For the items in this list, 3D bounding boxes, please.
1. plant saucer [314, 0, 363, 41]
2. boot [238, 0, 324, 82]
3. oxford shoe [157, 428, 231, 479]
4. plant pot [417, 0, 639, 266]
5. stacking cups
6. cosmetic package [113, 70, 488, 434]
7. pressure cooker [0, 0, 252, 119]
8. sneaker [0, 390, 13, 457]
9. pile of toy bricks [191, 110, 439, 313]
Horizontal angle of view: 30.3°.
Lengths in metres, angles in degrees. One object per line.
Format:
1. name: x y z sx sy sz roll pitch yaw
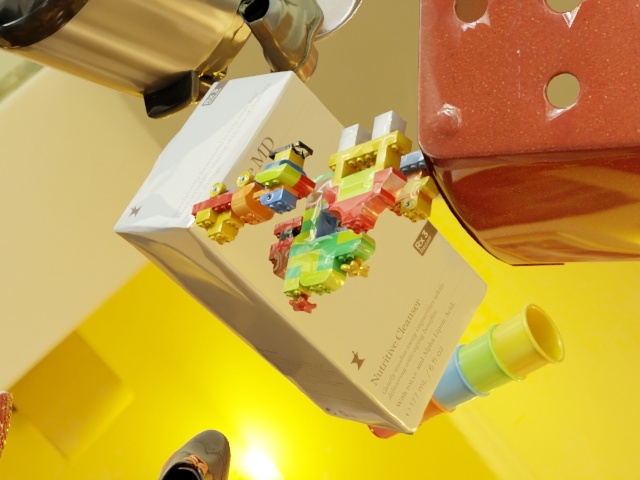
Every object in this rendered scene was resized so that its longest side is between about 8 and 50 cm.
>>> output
1. plant saucer: -0.018 -0.376 1.798 0.199 0.198 0.036 36 -7 29
2. boot: -0.053 -0.306 1.563 0.106 0.082 0.219 53 21 -39
3. oxford shoe: -0.170 0.326 1.583 0.097 0.271 0.098 30 -61 0
4. plant pot: 0.192 -0.127 0.755 0.267 0.267 0.236 -2 -7 31
5. stacking cups: 0.201 0.207 1.711 0.316 0.096 0.096 -36 -81 29
6. cosmetic package: -0.010 0.019 1.304 0.156 0.217 0.385 4 -33 49
7. pressure cooker: -0.280 -0.401 1.666 0.376 0.369 0.420 32 9 35
8. sneaker: -0.478 0.258 1.614 0.093 0.088 0.225 14 -27 -20
9. pile of toy bricks: 0.000 0.000 0.851 0.212 0.105 0.118 -17 -38 42
